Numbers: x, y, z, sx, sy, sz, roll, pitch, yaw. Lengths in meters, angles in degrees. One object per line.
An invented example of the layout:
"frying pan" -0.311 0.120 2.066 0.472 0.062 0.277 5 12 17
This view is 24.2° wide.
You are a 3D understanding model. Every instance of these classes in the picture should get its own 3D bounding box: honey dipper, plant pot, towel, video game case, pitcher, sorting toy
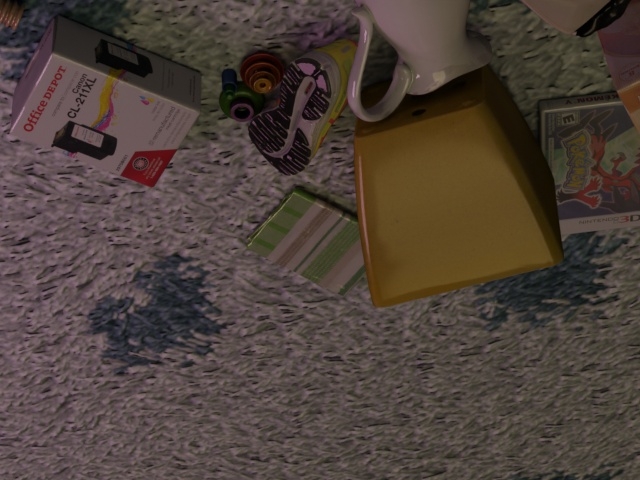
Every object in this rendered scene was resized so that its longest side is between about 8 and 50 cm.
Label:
"honey dipper" -0.387 -0.261 1.542 0.160 0.030 0.030 20 128 -19
"plant pot" 0.136 -0.078 1.635 0.212 0.212 0.187 -14 116 12
"towel" 0.000 0.000 1.820 0.152 0.023 0.113 28 123 -24
"video game case" 0.349 -0.091 1.755 0.183 0.023 0.201 -7 133 2
"pitcher" 0.081 -0.233 1.516 0.178 0.125 0.207 -42 138 -17
"sorting toy" -0.081 -0.163 1.645 0.061 0.042 0.102 18 129 -19

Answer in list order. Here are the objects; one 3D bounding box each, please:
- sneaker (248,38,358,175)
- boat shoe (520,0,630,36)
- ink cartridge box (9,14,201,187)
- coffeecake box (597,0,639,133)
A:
"sneaker" -0.008 -0.147 1.643 0.081 0.094 0.208 45 145 3
"boat shoe" 0.148 -0.335 1.413 0.127 0.158 0.340 -42 117 16
"ink cartridge box" -0.235 -0.149 1.626 0.175 0.072 0.127 20 129 -22
"coffeecake box" 0.362 -0.216 1.529 0.142 0.185 0.068 -24 130 17
